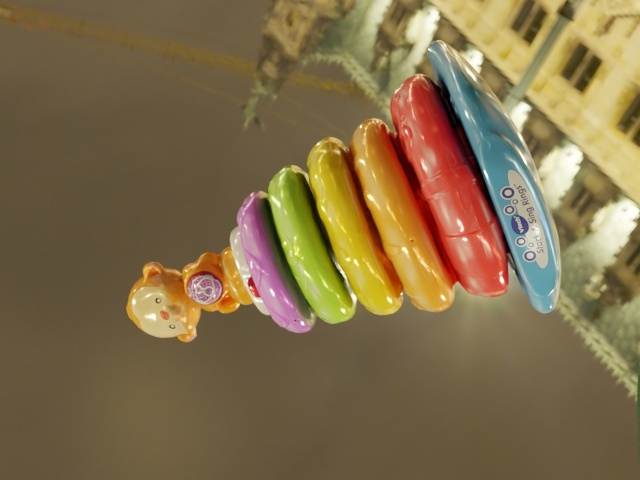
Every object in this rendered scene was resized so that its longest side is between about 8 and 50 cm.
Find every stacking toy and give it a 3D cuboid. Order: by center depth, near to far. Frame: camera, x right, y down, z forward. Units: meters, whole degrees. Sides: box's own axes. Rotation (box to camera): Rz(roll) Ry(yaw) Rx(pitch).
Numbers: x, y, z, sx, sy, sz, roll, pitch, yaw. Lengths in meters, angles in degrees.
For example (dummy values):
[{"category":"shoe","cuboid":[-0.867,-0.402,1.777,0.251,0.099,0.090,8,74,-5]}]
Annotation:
[{"category":"stacking toy","cuboid":[0.000,0.000,0.694,0.302,0.175,0.165,-21,-155,7]}]

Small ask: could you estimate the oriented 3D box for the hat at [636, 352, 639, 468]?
[{"category":"hat","cuboid":[0.225,0.041,0.351,0.184,0.173,0.208,10,-128,8]}]
